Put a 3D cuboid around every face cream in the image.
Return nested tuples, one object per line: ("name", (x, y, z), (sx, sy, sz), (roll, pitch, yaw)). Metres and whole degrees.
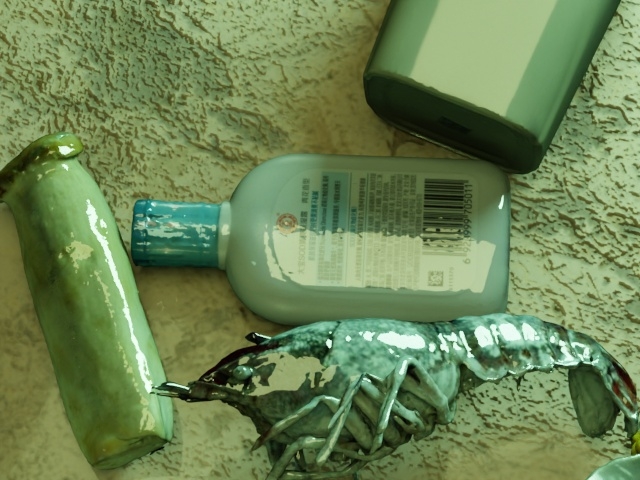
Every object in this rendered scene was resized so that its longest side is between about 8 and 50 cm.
("face cream", (0.000, 0.000, 1.738), (0.336, 0.080, 0.163), (2, 71, 2))

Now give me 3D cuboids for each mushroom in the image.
("mushroom", (-0.209, 0.049, 1.725), (0.100, 0.081, 0.312), (-32, 69, 29))

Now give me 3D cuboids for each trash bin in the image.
("trash bin", (0.167, -0.211, 1.752), (0.219, 0.220, 0.250), (22, 79, 10))

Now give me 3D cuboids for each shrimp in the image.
("shrimp", (0.066, 0.133, 1.626), (0.410, 0.221, 0.166), (-14, 92, -15))

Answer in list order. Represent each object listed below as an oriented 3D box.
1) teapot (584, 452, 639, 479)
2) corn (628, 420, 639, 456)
("teapot", (0.317, 0.360, 1.509), (0.344, 0.253, 0.300), (31, 96, 27))
("corn", (0.395, 0.244, 1.629), (0.313, 0.102, 0.102), (41, 76, 12))
